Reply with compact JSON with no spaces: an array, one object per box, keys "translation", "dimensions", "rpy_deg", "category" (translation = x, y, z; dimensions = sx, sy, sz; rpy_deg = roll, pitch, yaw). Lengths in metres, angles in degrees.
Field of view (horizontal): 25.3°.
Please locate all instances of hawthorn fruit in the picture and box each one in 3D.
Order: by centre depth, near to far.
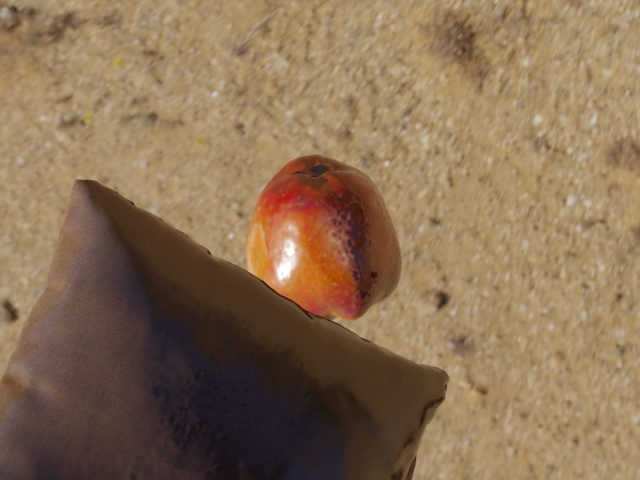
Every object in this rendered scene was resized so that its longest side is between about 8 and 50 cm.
[{"translation":[0.000,0.000,1.183],"dimensions":[0.133,0.133,0.137],"rpy_deg":[-4,108,22],"category":"hawthorn fruit"}]

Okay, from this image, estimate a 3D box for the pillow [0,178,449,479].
[{"translation":[-0.093,0.160,0.946],"dimensions":[0.305,0.307,0.108],"rpy_deg":[29,161,-15],"category":"pillow"}]
